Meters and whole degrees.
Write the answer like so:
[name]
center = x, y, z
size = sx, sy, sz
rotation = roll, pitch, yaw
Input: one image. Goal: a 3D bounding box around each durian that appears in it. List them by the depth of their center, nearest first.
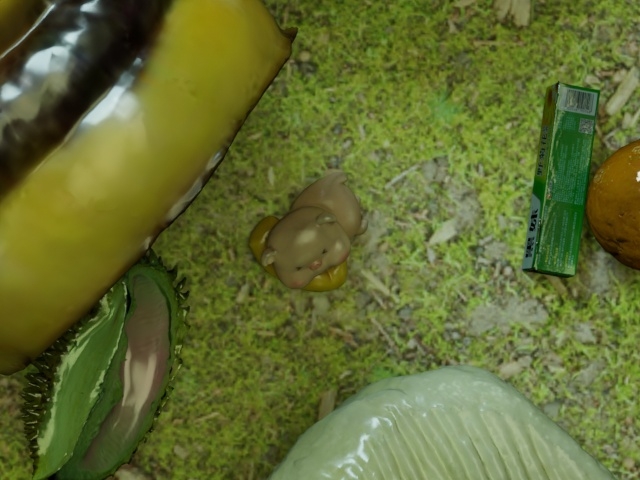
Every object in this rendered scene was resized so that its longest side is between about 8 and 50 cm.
[durian]
center = -0.192, 0.104, 1.326
size = 0.095, 0.137, 0.221
rotation = 23, 88, 28

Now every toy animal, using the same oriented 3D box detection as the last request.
[toy animal]
center = 0.000, 0.000, 1.365
size = 0.114, 0.082, 0.091
rotation = -37, 93, -10

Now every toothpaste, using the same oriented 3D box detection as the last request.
[toothpaste]
center = 0.223, -0.056, 1.425
size = 0.043, 0.037, 0.178
rotation = 9, 85, -11

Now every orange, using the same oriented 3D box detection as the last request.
[orange]
center = 0.307, -0.037, 1.391
size = 0.135, 0.135, 0.117
rotation = -18, 50, -9

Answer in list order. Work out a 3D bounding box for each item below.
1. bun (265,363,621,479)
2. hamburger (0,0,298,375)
[bun]
center = 0.111, 0.284, 1.285
size = 0.352, 0.227, 0.349
rotation = -11, 83, -14
[hamburger]
center = -0.247, -0.106, 1.187
size = 0.277, 0.396, 0.396
rotation = 41, 82, -13
